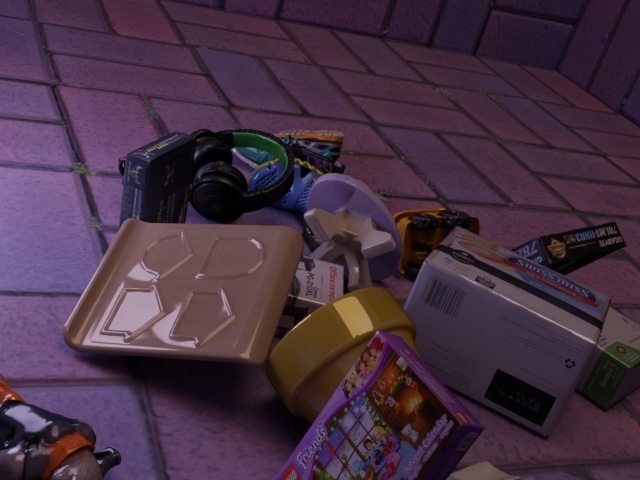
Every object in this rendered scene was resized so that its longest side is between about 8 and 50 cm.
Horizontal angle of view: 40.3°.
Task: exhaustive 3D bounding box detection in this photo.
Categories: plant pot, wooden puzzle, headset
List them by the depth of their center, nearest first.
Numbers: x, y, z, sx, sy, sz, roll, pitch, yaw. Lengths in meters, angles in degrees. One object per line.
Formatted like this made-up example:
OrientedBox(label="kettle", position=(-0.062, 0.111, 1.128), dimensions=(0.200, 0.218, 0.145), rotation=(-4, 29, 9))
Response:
OrientedBox(label="plant pot", position=(0.075, 0.245, 1.408), dimensions=(0.254, 0.254, 0.239), rotation=(-9, 54, -41))
OrientedBox(label="wooden puzzle", position=(-0.227, 0.094, 1.530), dimensions=(0.348, 0.080, 0.322), rotation=(5, 43, 12))
OrientedBox(label="headset", position=(-0.252, -0.165, 1.970), dimensions=(0.394, 0.185, 0.243), rotation=(-16, 48, -14))

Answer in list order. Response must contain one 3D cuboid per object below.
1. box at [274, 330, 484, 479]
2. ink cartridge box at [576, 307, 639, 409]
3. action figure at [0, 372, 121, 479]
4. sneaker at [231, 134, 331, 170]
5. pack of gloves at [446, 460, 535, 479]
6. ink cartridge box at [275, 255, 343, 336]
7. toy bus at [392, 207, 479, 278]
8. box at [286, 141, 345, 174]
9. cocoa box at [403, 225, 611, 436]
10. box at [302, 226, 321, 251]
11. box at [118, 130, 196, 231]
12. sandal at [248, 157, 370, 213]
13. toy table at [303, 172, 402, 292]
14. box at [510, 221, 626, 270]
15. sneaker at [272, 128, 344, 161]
OrientedBox(label="box", position=(0.071, 0.302, 1.218), dimensions=(0.057, 0.293, 0.201), rotation=(19, 19, -42))
OrientedBox(label="ink cartridge box", position=(0.561, 0.210, 1.870), dimensions=(0.278, 0.117, 0.201), rotation=(36, 32, 32))
OrientedBox(label="action figure", position=(-0.428, 0.274, 1.106), dimensions=(0.330, 0.178, 0.341), rotation=(18, 24, 21))
OrientedBox(label="sneaker", position=(-0.101, -0.231, 2.289), dimensions=(0.275, 0.110, 0.107), rotation=(16, 28, -4))
OrientedBox(label="pack of gloves", position=(0.249, 0.387, 1.362), dimensions=(0.232, 0.046, 0.195), rotation=(-4, 12, -35))
OrientedBox(label="ink cartridge box", position=(-0.077, 0.100, 1.705), dimensions=(0.237, 0.100, 0.172), rotation=(15, 28, -6))
OrientedBox(label="toy bus", position=(0.234, -0.015, 2.078), dimensions=(0.220, 0.149, 0.211), rotation=(-4, 21, -31))
OrientedBox(label="box", position=(-0.028, -0.167, 2.209), dimensions=(0.162, 0.116, 0.029), rotation=(25, 29, 14))
OrientedBox(label="cocoa box", position=(0.349, 0.166, 1.699), dimensions=(0.347, 0.231, 0.228), rotation=(26, 28, 14))
OrientedBox(label="box", position=(0.000, 0.000, 2.024), dimensions=(0.067, 0.018, 0.083), rotation=(7, 30, -22))
OrientedBox(label="box", position=(-0.329, -0.086, 1.751), dimensions=(0.059, 0.232, 0.183), rotation=(20, 27, 16))
OrientedBox(label="sandal", position=(-0.019, -0.107, 2.106), dimensions=(0.317, 0.126, 0.138), rotation=(10, 32, -12))
OrientedBox(label="toy table", position=(0.060, 0.008, 1.835), dimensions=(0.274, 0.252, 0.161), rotation=(47, 34, -16))
OrientedBox(label="box", position=(0.473, 0.057, 1.932), dimensions=(0.293, 0.295, 0.073), rotation=(-10, 73, -41))
OrientedBox(label="sneaker", position=(-0.041, -0.266, 2.430), dimensions=(0.215, 0.083, 0.084), rotation=(6, 19, 15))
